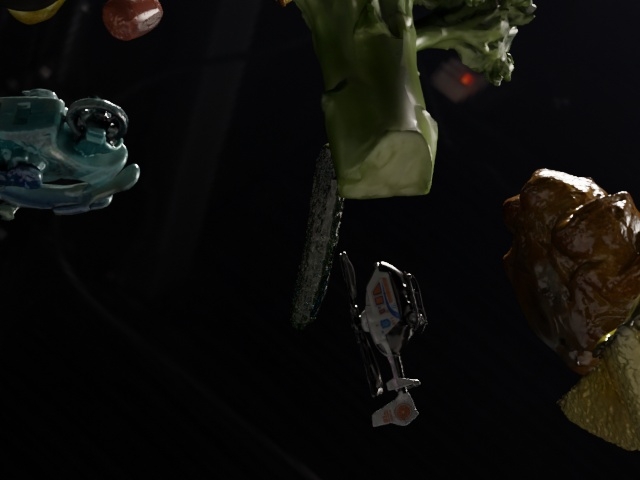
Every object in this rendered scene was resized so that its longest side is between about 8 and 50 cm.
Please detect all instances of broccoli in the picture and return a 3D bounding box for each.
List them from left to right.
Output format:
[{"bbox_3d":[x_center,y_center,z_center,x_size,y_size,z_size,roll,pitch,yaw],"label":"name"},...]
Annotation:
[{"bbox_3d":[0.023,-0.246,1.406,0.397,0.353,0.275,-56,-9,-37],"label":"broccoli"}]

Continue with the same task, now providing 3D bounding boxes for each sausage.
[{"bbox_3d":[-0.241,-0.291,1.847,0.094,0.054,0.059,-38,-32,-55],"label":"sausage"}]

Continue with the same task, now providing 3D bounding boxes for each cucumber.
[{"bbox_3d":[0.000,0.000,1.775,0.043,0.044,0.256,-12,-57,-42],"label":"cucumber"}]

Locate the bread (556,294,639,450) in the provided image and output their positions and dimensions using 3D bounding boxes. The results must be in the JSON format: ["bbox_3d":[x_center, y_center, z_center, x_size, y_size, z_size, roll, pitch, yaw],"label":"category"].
[{"bbox_3d":[0.360,0.137,1.476,0.174,0.133,0.251,-27,-21,-21],"label":"bread"}]

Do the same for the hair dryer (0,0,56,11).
[{"bbox_3d":[-0.335,-0.365,1.361,0.284,0.155,0.320,-47,-20,19],"label":"hair dryer"}]

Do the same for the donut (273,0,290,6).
[{"bbox_3d":[-0.073,-0.522,2.298,0.101,0.259,0.152,-14,-27,7],"label":"donut"}]

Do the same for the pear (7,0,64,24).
[{"bbox_3d":[-0.356,-0.347,1.783,0.104,0.141,0.141,-25,-13,19],"label":"pear"}]

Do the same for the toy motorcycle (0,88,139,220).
[{"bbox_3d":[-0.374,-0.116,1.923,0.206,0.260,0.154,80,-169,-50],"label":"toy motorcycle"}]

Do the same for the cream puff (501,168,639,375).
[{"bbox_3d":[0.320,0.044,1.715,0.155,0.241,0.269,-28,-68,-15],"label":"cream puff"}]

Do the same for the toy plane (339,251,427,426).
[{"bbox_3d":[0.075,0.101,1.538,0.078,0.197,0.053,-13,-9,11],"label":"toy plane"}]
